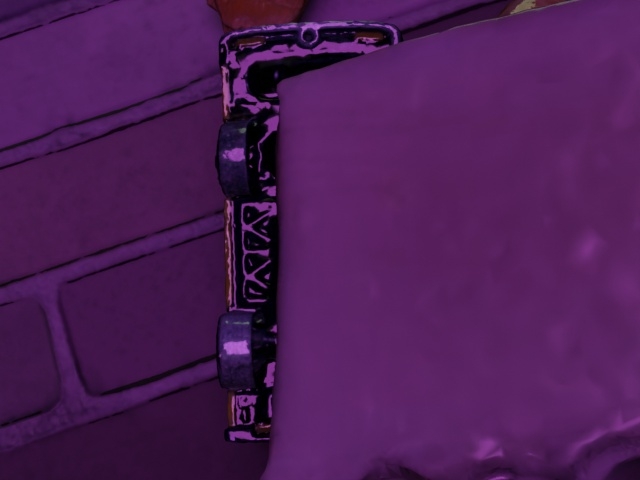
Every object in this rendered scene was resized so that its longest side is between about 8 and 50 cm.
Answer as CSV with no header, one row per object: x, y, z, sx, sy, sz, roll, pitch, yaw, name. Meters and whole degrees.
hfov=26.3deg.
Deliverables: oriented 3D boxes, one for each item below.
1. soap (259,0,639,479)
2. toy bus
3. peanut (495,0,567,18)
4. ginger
0.211,0.031,0.712,0.350,0.435,0.213,-15,74,25,soap
0.000,0.000,0.901,0.128,0.150,0.262,-2,81,4,toy bus
0.130,-0.073,0.935,0.099,0.099,0.214,26,83,11,peanut
-0.015,-0.217,0.997,0.095,0.069,0.190,38,82,-9,ginger
